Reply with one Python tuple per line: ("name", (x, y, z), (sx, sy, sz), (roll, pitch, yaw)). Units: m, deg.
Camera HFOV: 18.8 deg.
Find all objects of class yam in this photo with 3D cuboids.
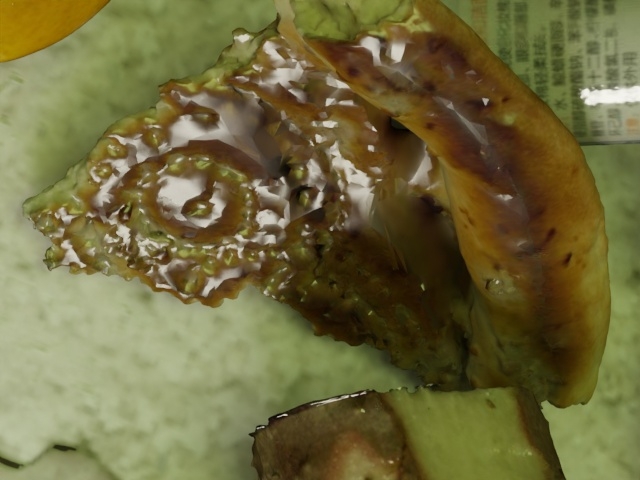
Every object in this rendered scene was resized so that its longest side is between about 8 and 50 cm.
("yam", (0.063, 0.174, 0.796), (0.129, 0.128, 0.238), (-18, 66, 1))

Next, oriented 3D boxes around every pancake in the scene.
("pancake", (0.000, 0.000, 0.826), (0.245, 0.057, 0.266), (-10, 130, 3))

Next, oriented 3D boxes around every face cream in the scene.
("face cream", (0.115, -0.081, 0.848), (0.269, 0.082, 0.082), (-1, 86, 10))

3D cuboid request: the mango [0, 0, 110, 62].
("mango", (-0.101, -0.193, 0.780), (0.126, 0.154, 0.252), (15, 88, 4))
